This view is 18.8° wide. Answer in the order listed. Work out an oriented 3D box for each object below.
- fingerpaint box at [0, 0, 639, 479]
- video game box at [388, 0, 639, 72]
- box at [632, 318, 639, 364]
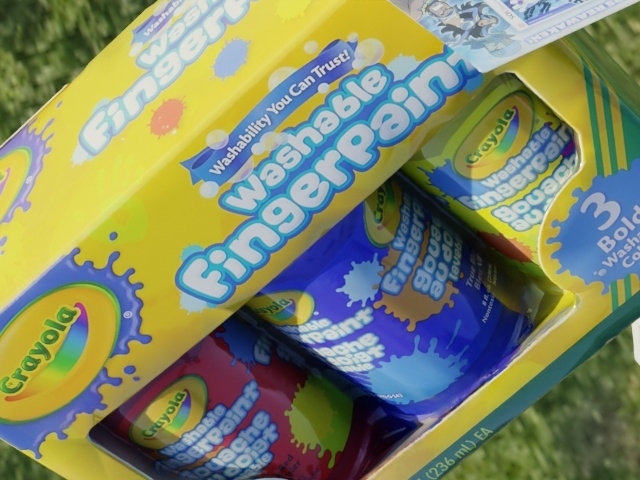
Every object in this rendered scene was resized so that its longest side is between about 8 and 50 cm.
[{"bbox_3d":[0.000,0.000,1.309,0.445,0.163,0.371,-41,128,13],"label":"fingerpaint box"},{"bbox_3d":[0.114,-0.181,1.014,0.205,0.048,0.187,-23,142,32],"label":"video game box"},{"bbox_3d":[0.437,-0.016,1.860,0.322,0.058,0.232,-33,143,-11],"label":"box"}]
